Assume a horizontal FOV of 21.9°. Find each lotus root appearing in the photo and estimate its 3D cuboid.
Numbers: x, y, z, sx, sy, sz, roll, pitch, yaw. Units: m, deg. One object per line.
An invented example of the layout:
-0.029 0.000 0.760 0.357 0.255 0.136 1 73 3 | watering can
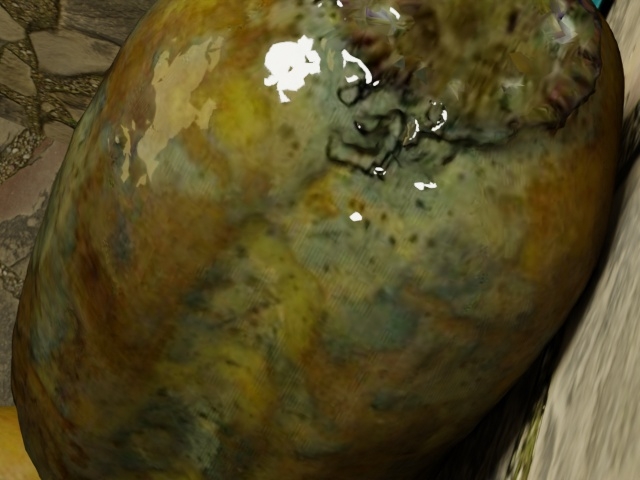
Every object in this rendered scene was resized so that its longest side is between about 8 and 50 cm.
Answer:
0.000 0.000 0.755 0.346 0.250 0.250 -58 8 50 | lotus root

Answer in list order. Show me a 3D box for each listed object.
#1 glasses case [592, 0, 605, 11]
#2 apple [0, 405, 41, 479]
0.135 -0.133 1.006 0.117 0.070 0.301 -88 21 -69 | glasses case
-0.214 0.283 1.022 0.333 0.400 0.400 -59 4 22 | apple
